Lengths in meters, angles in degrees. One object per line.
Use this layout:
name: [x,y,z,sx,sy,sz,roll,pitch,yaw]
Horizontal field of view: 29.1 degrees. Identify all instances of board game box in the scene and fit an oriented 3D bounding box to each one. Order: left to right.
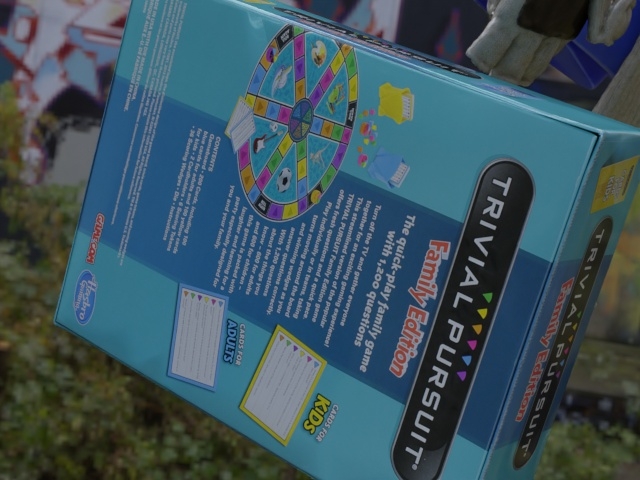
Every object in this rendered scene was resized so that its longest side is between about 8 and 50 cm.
board game box: [0.000,0.000,0.758,0.336,0.254,0.079,26,17,31]

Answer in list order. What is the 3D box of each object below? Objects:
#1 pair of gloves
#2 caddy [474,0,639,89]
pair of gloves: [0.213,-0.167,0.789,0.240,0.204,0.042,14,27,-42]
caddy: [0.233,-0.223,0.963,0.341,0.179,0.241,27,12,-48]
